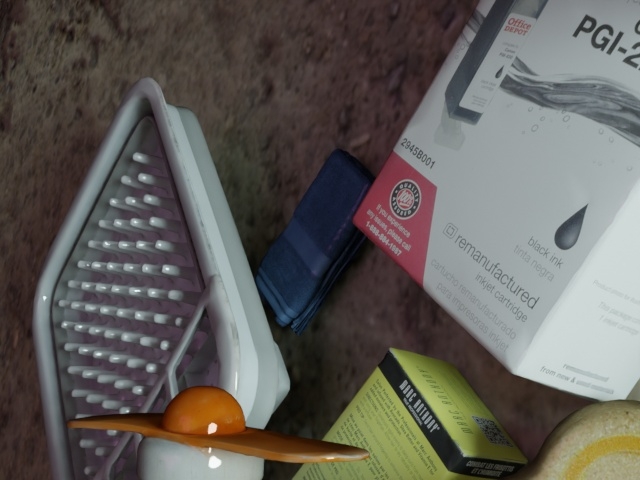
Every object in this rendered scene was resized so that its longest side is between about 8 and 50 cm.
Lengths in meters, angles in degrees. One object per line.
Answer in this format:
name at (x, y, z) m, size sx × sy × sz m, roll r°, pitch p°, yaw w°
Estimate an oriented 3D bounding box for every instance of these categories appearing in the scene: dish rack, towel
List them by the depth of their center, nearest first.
towel at (0.000, 0.000, 0.685) m, size 0.119 × 0.029 × 0.067 m, roll -57°, pitch 40°, yaw 18°
dish rack at (-0.128, 0.072, 0.751) m, size 0.286 × 0.072 × 0.333 m, roll -56°, pitch 40°, yaw 32°

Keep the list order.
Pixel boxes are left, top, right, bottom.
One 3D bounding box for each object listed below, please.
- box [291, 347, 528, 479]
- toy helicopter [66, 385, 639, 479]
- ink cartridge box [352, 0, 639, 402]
box at (0.012, 0.177, 0.572) m, size 0.232 × 0.058 × 0.087 m, roll -56°, pitch 41°, yaw 17°
toy helicopter at (0.007, 0.153, 0.474) m, size 0.355 × 0.140 × 0.235 m, roll -25°, pitch 79°, yaw 11°
ink cartridge box at (0.134, -0.054, 0.498) m, size 0.218 × 0.092 × 0.158 m, roll -59°, pitch 40°, yaw 12°
